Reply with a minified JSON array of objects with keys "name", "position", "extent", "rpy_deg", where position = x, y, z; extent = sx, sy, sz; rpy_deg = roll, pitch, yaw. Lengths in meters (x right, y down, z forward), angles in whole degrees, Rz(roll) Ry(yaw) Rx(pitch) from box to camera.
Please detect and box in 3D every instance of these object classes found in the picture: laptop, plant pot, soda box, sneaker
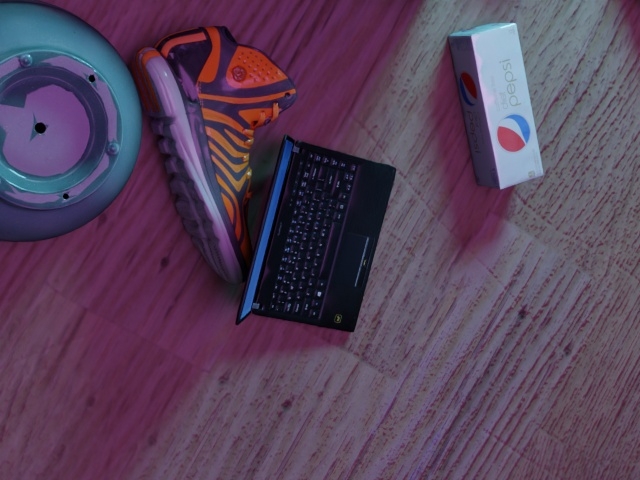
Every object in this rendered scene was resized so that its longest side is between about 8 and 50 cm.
[{"name":"laptop","position":[0.000,0.000,1.649],"extent":[0.264,0.136,0.234],"rpy_deg":[13,93,-34]},{"name":"plant pot","position":[-0.330,-0.130,1.484],"extent":[0.293,0.196,0.293],"rpy_deg":[-4,100,-21]},{"name":"soda box","position":[0.239,-0.183,1.780],"extent":[0.074,0.069,0.216],"rpy_deg":[-18,105,-19]},{"name":"sneaker","position":[-0.098,-0.113,1.622],"extent":[0.180,0.124,0.321],"rpy_deg":[-25,112,-22]}]
